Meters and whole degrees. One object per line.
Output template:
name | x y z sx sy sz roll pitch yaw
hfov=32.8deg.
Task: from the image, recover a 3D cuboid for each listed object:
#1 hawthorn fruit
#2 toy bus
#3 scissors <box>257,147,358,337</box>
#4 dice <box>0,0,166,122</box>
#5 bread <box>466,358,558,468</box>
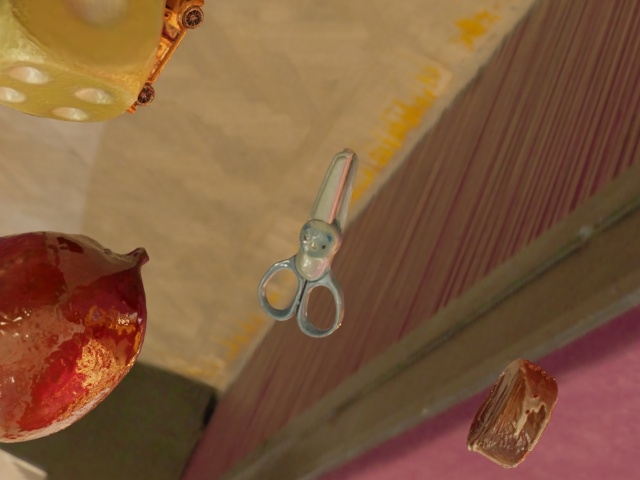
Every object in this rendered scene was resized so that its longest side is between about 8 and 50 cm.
hawthorn fruit | -0.378 0.122 1.413 0.311 0.295 0.295 -12 138 20
toy bus | -0.250 -0.282 1.527 0.088 0.194 0.083 28 -172 -46
scissors | 0.000 0.000 1.438 0.125 0.030 0.256 24 109 19
dice | -0.268 -0.228 1.122 0.166 0.169 0.169 16 162 -31
bread | 0.283 0.253 1.594 0.073 0.160 0.160 31 152 1
